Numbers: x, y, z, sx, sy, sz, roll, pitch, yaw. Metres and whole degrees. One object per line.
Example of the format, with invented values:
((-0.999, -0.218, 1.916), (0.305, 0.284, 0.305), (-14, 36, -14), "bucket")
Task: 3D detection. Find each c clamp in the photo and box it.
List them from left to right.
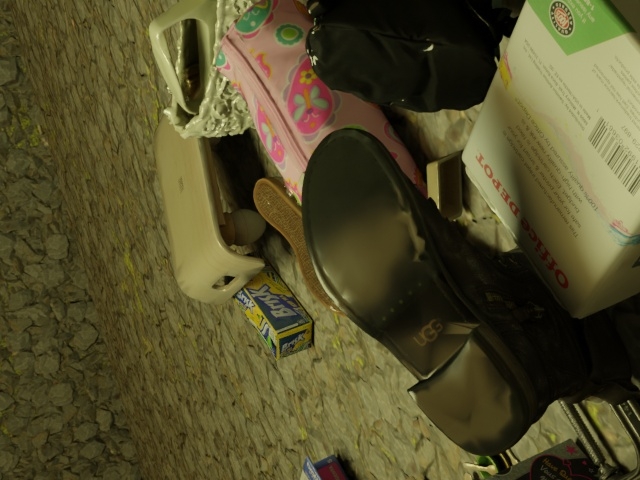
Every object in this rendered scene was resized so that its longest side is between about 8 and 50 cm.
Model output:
((0.224, 0.144, 0.881), (0.160, 0.022, 0.137), (60, 151, 28), "c clamp")

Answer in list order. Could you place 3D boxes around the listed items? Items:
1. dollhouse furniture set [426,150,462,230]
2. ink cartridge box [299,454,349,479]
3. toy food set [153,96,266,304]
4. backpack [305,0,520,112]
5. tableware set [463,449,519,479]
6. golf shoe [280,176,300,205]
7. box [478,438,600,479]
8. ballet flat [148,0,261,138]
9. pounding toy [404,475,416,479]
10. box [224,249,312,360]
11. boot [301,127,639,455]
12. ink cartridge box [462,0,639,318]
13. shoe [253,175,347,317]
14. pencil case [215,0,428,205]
((0.118, -0.011, 0.930), (0.081, 0.091, 0.114), (22, 128, 42), "dollhouse furniture set")
((0.028, 0.443, 1.553), (0.185, 0.065, 0.311), (56, 158, 28), "ink cartridge box")
((-0.151, -0.081, 1.465), (0.220, 0.092, 0.306), (140, 121, -63), "toy food set")
((0.064, -0.184, 0.775), (0.115, 0.152, 0.182), (111, 171, -53), "backpack")
((0.178, 0.273, 1.081), (0.104, 0.024, 0.154), (58, 152, 27), "tableware set")
((-0.017, -0.131, 1.173), (0.086, 0.068, 0.186), (-40, 62, 33), "golf shoe")
((0.197, 0.325, 0.936), (0.163, 0.142, 0.247), (53, 152, 40), "box")
((-0.133, -0.279, 1.210), (0.147, 0.147, 0.408), (50, 150, 41), "ballet flat")
((0.110, 0.349, 1.208), (0.141, 0.130, 0.100), (45, 159, 48), "pounding toy")
((-0.075, 0.089, 1.492), (0.169, 0.059, 0.054), (51, 150, 40), "box")
((0.116, 0.029, 0.769), (0.091, 0.229, 0.263), (-38, 77, 33), "boot")
((0.187, -0.071, 0.675), (0.154, 0.093, 0.212), (60, 155, 26), "ink cartridge box")
((0.000, 0.000, 1.252), (0.219, 0.058, 0.076), (53, 134, 28), "shoe")
((-0.002, -0.112, 1.051), (0.284, 0.124, 0.124), (61, 157, 27), "pencil case")
